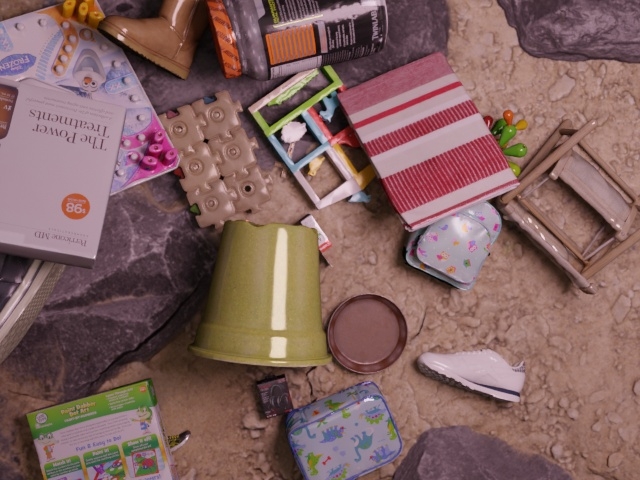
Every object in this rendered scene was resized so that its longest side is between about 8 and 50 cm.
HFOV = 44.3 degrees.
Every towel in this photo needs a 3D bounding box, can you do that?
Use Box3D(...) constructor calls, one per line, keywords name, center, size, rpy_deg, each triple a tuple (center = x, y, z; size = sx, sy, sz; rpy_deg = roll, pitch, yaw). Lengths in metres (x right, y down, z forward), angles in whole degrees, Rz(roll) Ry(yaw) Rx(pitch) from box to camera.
Box3D(name="towel", center=(0.202, -0.195, 1.516), size=(0.237, 0.037, 0.328), rpy_deg=(-23, 69, -4))

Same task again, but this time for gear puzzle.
Box3D(name="gear puzzle", center=(-0.192, -0.121, 1.582), size=(0.176, 0.044, 0.338), rpy_deg=(-23, 98, -5))

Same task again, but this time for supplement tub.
Box3D(name="supplement tub", center=(-0.047, -0.417, 1.491), size=(0.316, 0.193, 0.193), rpy_deg=(-15, 95, -8))

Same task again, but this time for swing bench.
Box3D(name="swing bench", center=(0.521, -0.071, 1.595), size=(0.253, 0.165, 0.254), rpy_deg=(44, 94, -7))

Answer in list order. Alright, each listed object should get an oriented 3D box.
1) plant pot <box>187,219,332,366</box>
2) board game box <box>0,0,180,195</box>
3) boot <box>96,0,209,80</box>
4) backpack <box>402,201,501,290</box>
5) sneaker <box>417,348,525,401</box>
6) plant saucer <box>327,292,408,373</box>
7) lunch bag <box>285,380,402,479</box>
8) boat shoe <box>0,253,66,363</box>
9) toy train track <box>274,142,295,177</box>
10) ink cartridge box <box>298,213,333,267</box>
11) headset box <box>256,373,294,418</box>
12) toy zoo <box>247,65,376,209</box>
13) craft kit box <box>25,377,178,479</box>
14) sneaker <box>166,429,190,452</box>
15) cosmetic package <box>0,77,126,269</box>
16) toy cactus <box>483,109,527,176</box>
Box3D(name="plant pot", center=(-0.103, 0.093, 1.493), size=(0.276, 0.276, 0.253), rpy_deg=(6, 88, -6))
Box3D(name="board game box", center=(-0.513, -0.240, 1.440), size=(0.390, 0.050, 0.389), rpy_deg=(-26, 84, -23))
Box3D(name="boot", center=(-0.280, -0.465, 1.477), size=(0.089, 0.236, 0.269), rpy_deg=(27, 94, 28))
Box3D(name="backpack", center=(0.270, -0.011, 1.581), size=(0.166, 0.144, 0.188), rpy_deg=(26, 88, -2))
Box3D(name="sneaker", center=(0.314, 0.265, 1.640), size=(0.235, 0.090, 0.094), rpy_deg=(19, 79, -10))
Box3D(name="plant saucer", center=(0.097, 0.191, 1.632), size=(0.169, 0.029, 0.168), rpy_deg=(0, 94, -5))
Box3D(name="lunch bag", center=(0.047, 0.402, 1.602), size=(0.219, 0.090, 0.176), rpy_deg=(-24, 107, -4))
Box3D(name="boat shoe", center=(-0.598, 0.073, 1.484), size=(0.156, 0.187, 0.500), rpy_deg=(29, 84, -5))
Box3D(name="toy train track", center=(-0.065, -0.168, 1.601), size=(0.048, 0.014, 0.083), rpy_deg=(15, 91, -7))
Box3D(name="ink cartridge box", center=(0.000, 0.000, 1.593), size=(0.029, 0.063, 0.115), rpy_deg=(-36, 97, -2))
Box3D(name="headset box", center=(-0.094, 0.317, 1.620), size=(0.062, 0.032, 0.083), rpy_deg=(-14, 96, -5))
Box3D(name="toy zoo", center=(0.013, -0.198, 1.591), size=(0.192, 0.030, 0.293), rpy_deg=(-37, 96, -7))
Box3D(name="craft kit box", center=(-0.429, 0.426, 1.565), size=(0.250, 0.061, 0.246), rpy_deg=(-15, 91, -2))
Box3D(name="sneaker", center=(-0.304, 0.411, 1.605), size=(0.083, 0.031, 0.035), rpy_deg=(-37, 96, -2))
Box3D(name="cosmetic package", center=(-0.543, -0.127, 1.323), size=(0.378, 0.097, 0.284), rpy_deg=(11, 75, -15))
Box3D(name="toy cactus", center=(0.320, -0.175, 1.576), size=(0.181, 0.112, 0.218), rpy_deg=(-4, 52, 26))
